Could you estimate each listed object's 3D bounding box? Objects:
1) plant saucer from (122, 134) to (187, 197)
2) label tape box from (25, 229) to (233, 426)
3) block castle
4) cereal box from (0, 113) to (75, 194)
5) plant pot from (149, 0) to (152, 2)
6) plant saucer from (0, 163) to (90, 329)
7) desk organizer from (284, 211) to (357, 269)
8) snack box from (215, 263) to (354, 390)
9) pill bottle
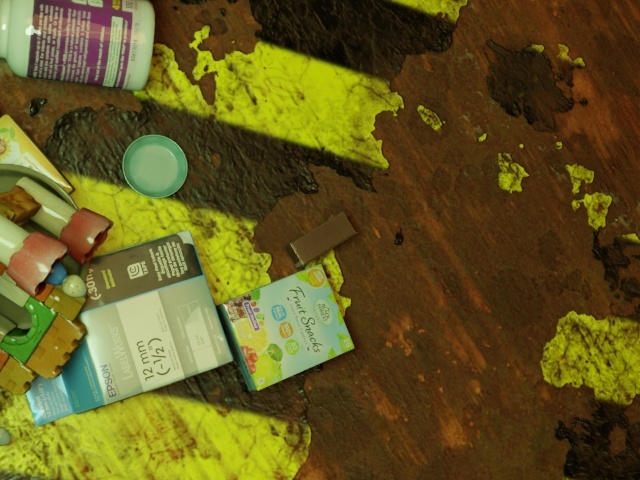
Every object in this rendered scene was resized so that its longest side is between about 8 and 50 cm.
[{"bbox_3d":[-0.307,-0.135,1.793,0.119,0.021,0.119,2,82,-18],"label":"plant saucer"},{"bbox_3d":[-0.358,0.151,1.686,0.348,0.115,0.249,-17,87,-21],"label":"label tape box"},{"bbox_3d":[-0.495,0.147,1.448,0.213,0.303,0.453,34,101,-3],"label":"block castle"},{"bbox_3d":[-0.568,-0.074,1.656,0.240,0.047,0.173,-40,95,-3],"label":"cereal box"},{"bbox_3d":[-0.373,-0.557,1.721,0.267,0.267,0.235,5,92,-17],"label":"plant pot"},{"bbox_3d":[-0.511,0.010,1.599,0.278,0.041,0.277,1,99,5],"label":"plant saucer"},{"bbox_3d":[0.000,0.000,1.861,0.130,0.047,0.050,-31,90,-20],"label":"desk organizer"},{"bbox_3d":[-0.065,0.161,1.803,0.207,0.070,0.174,-22,89,-22],"label":"snack box"},{"bbox_3d":[-0.452,-0.361,1.701,0.302,0.169,0.169,5,81,-18],"label":"pill bottle"}]
